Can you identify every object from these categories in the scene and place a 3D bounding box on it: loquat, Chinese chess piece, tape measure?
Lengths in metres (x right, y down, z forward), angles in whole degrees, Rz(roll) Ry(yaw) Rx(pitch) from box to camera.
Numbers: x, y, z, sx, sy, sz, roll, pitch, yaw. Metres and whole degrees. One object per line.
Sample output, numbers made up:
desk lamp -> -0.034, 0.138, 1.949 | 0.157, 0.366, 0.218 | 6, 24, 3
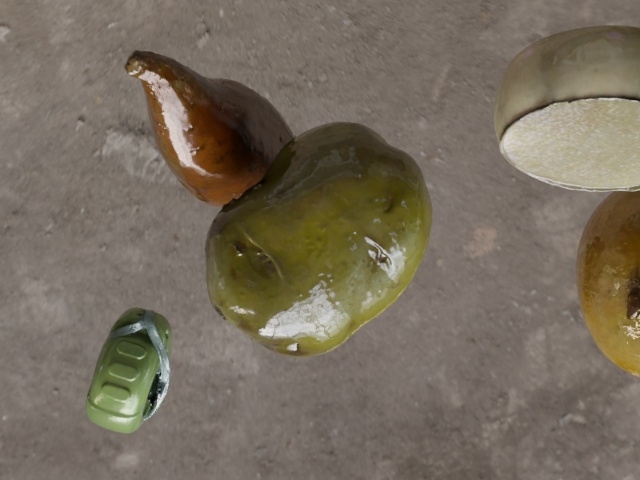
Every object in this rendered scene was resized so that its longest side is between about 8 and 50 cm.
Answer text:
loquat -> 0.251, 0.026, 0.660 | 0.137, 0.163, 0.163 | -27, 114, 29
Chinese chess piece -> 0.161, -0.073, 0.531 | 0.122, 0.122, 0.051 | 13, 69, -12
tape measure -> -0.264, 0.186, 1.320 | 0.106, 0.175, 0.200 | 19, 151, -4

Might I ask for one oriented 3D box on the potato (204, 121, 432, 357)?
potato -> 0.002, 0.002, 0.772 | 0.200, 0.137, 0.154 | -47, 146, 1

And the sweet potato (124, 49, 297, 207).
sweet potato -> -0.082, -0.085, 0.864 | 0.112, 0.112, 0.359 | -38, 154, 8
